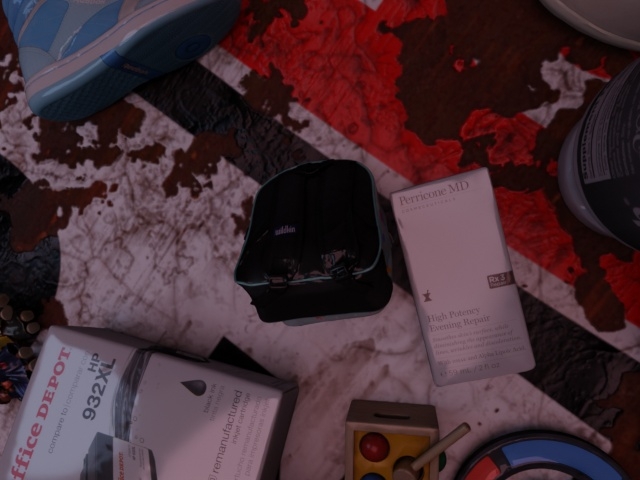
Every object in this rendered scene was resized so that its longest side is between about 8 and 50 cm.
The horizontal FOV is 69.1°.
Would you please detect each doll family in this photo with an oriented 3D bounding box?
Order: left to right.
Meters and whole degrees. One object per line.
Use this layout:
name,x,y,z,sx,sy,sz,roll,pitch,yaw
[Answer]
doll family,-0.459,0.168,0.674,0.111,0.076,0.193,-24,91,5

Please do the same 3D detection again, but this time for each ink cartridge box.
ink cartridge box,-0.208,0.252,0.579,0.307,0.129,0.223,13,78,10

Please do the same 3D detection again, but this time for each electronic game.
electronic game,0.271,0.344,0.563,0.229,0.048,0.230,0,93,10

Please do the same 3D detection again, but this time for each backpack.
backpack,0.000,0.000,0.543,0.165,0.144,0.189,-11,53,13

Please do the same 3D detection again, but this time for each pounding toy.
pounding toy,0.101,0.260,0.563,0.141,0.100,0.130,1,93,10

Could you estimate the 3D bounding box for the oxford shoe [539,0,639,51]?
oxford shoe,0.448,-0.266,0.471,0.449,0.130,0.169,21,97,10

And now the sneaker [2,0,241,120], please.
sneaker,-0.274,-0.313,0.598,0.318,0.127,0.208,-23,89,9

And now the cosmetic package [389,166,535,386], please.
cosmetic package,0.163,0.041,0.554,0.117,0.085,0.231,-15,91,10

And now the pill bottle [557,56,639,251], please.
pill bottle,0.343,-0.081,0.375,0.210,0.363,0.210,0,91,10
